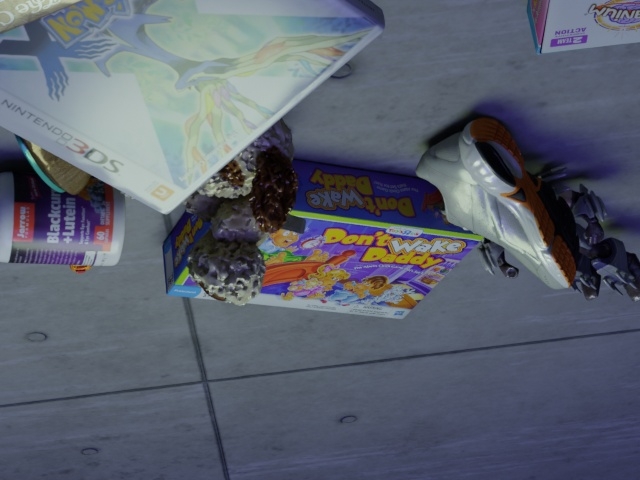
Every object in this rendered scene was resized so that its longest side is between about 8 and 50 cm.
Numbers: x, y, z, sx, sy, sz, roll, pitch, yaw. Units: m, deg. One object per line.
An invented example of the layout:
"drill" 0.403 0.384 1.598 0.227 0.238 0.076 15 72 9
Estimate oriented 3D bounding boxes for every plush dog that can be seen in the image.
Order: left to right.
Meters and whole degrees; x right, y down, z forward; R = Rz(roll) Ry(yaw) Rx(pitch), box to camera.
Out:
"plush dog" -0.094 -0.092 1.572 0.211 0.262 0.225 -34 169 -22

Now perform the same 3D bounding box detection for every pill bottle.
"pill bottle" -0.333 -0.026 1.698 0.194 0.108 0.108 2 149 -17

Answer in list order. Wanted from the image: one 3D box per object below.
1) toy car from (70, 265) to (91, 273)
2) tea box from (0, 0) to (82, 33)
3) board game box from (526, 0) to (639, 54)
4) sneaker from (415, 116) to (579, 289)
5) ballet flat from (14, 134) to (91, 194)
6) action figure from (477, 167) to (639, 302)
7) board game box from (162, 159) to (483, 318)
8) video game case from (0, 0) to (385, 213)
"toy car" -0.345 0.021 1.844 0.122 0.040 0.060 3 148 -19
"tea box" -0.398 -0.296 1.106 0.329 0.220 0.323 -18 147 17
"board game box" 0.337 -0.313 1.407 0.242 0.064 0.316 -6 150 -2
"sneaker" 0.221 -0.036 1.784 0.121 0.099 0.262 -20 120 37
"ballet flat" -0.289 -0.161 1.490 0.124 0.116 0.342 -24 144 8
"action figure" 0.314 -0.003 1.908 0.185 0.099 0.285 -19 146 39
"board game box" 0.000 0.000 1.853 0.347 0.078 0.233 7 147 -24
"video game case" -0.158 -0.181 1.342 0.300 0.036 0.329 30 127 -33
